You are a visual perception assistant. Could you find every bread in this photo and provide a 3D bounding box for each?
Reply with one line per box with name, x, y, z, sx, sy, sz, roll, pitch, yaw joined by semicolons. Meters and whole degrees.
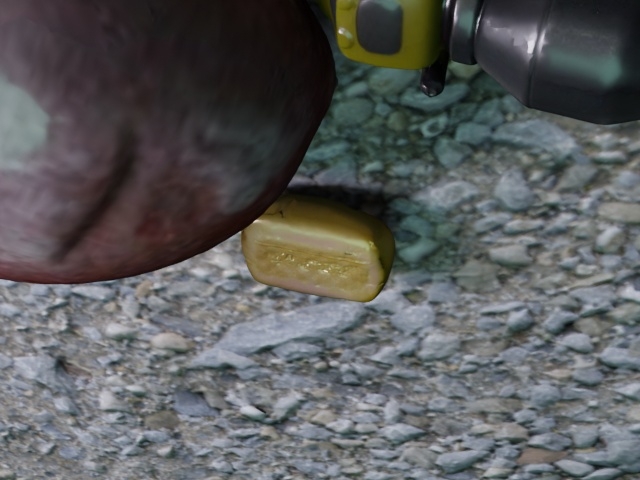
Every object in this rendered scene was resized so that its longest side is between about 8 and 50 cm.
bread;0.000;0.000;0.773;0.115;0.056;0.082;8;135;14

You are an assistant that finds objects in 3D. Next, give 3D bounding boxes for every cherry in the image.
cherry;-0.134;-0.090;0.596;0.307;0.221;0.261;4;144;-17

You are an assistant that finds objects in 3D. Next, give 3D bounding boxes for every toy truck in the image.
toy truck;0.096;-0.130;0.521;0.224;0.165;0.147;8;139;7
